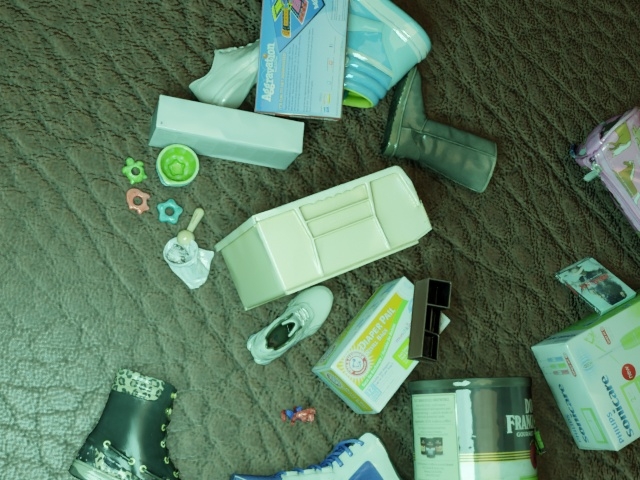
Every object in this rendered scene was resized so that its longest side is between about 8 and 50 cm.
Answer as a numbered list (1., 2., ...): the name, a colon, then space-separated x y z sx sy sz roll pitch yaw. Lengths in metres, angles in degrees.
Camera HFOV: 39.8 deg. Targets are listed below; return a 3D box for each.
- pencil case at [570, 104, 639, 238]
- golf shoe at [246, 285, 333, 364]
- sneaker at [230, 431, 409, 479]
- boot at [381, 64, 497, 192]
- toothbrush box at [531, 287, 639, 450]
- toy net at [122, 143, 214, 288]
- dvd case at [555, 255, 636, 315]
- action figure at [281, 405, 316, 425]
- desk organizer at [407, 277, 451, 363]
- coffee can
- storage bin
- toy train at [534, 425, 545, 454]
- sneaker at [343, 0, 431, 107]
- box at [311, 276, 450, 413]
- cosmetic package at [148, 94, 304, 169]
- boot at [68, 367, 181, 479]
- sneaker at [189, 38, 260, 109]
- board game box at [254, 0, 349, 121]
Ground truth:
1. pencil case: 0.640 -0.062 1.665 0.167 0.160 0.386 -37 93 8
2. golf shoe: -0.037 0.135 1.438 0.176 0.086 0.069 -42 92 -23
3. sneaker: 0.013 0.384 1.394 0.315 0.127 0.182 17 63 -12
4. boot: 0.225 -0.202 1.599 0.208 0.076 0.190 14 88 -9
5. toothbrush box: 0.559 0.223 1.599 0.283 0.122 0.206 -23 87 -20
6. toy net: -0.240 -0.035 1.425 0.122 0.045 0.232 -12 83 -20
7. dvd case: 0.505 0.082 1.628 0.087 0.013 0.119 -23 45 -21
8. action figure: -0.031 0.277 1.393 0.038 0.115 0.030 -9 82 -19
9. desk organizer: 0.175 0.128 1.415 0.047 0.050 0.130 11 76 -17
10. coffee can: 0.248 0.362 1.424 0.201 0.201 0.276 1 79 -18
11. storage bin: 0.000 0.000 1.382 0.260 0.262 0.123 -21 87 -21
12. toy train: 0.378 0.340 1.566 0.017 0.023 0.083 -20 85 -21
13. sneaker: 0.011 -0.357 1.538 0.319 0.127 0.208 37 87 10
14. box: 0.098 0.174 1.464 0.114 0.103 0.203 43 69 -6
15. cosmetic package: -0.155 -0.177 1.454 0.239 0.099 0.061 9 77 -17
16. boot: -0.237 0.310 1.336 0.236 0.085 0.179 23 70 -12
17. sneaker: -0.134 -0.307 1.507 0.094 0.080 0.212 36 64 16
18. board game box: -0.028 -0.342 1.460 0.145 0.027 0.281 5 86 -5
